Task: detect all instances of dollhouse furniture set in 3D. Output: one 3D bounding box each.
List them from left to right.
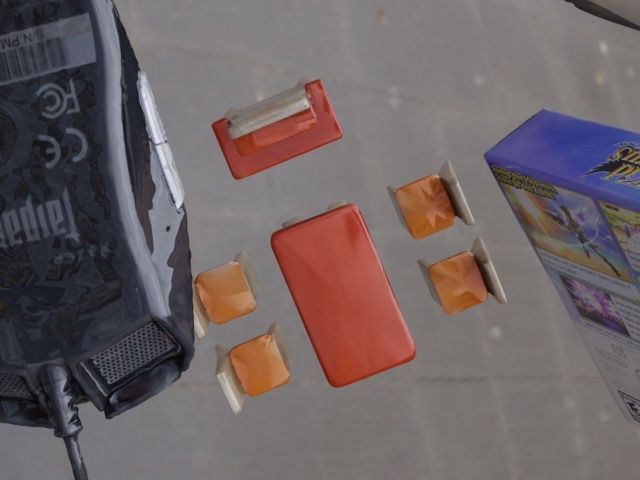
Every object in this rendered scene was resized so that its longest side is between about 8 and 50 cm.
[{"bbox_3d":[0.000,0.000,1.386,0.135,0.262,0.259,-99,166,-76],"label":"dollhouse furniture set"}]

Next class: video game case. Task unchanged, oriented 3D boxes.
[{"bbox_3d":[0.240,0.048,1.005,0.061,0.269,0.244,-38,116,-13],"label":"video game case"}]

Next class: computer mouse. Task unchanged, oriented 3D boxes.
[{"bbox_3d":[-0.123,0.015,0.545,0.060,0.184,0.262,-34,106,-76],"label":"computer mouse"}]

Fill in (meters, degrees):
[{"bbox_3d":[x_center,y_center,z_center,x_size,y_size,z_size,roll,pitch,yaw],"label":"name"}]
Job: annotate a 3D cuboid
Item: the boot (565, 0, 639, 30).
[{"bbox_3d":[0.150,-0.241,0.823,0.377,0.284,0.138,14,57,-15],"label":"boot"}]
